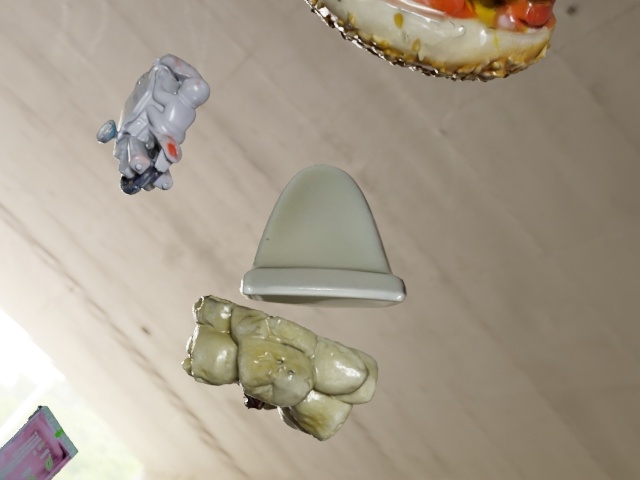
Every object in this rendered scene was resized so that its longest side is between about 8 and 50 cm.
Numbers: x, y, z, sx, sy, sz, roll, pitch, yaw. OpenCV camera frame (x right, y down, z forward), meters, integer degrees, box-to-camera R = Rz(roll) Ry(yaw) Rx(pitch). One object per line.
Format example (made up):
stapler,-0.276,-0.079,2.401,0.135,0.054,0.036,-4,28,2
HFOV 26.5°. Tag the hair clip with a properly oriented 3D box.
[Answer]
hair clip,-0.001,0.019,1.521,0.173,0.282,0.113,2,-56,-3

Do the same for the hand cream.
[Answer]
hand cream,-0.406,0.318,1.657,0.050,0.275,0.079,20,-43,25

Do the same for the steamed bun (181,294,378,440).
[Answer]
steamed bun,-0.038,0.137,1.404,0.192,0.106,0.177,16,-6,43

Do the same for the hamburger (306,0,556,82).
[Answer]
hamburger,0.136,-0.331,1.534,0.330,0.250,0.330,22,22,-9

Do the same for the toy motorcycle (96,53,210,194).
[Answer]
toy motorcycle,-0.227,-0.184,1.971,0.171,0.260,0.110,-34,-54,30
